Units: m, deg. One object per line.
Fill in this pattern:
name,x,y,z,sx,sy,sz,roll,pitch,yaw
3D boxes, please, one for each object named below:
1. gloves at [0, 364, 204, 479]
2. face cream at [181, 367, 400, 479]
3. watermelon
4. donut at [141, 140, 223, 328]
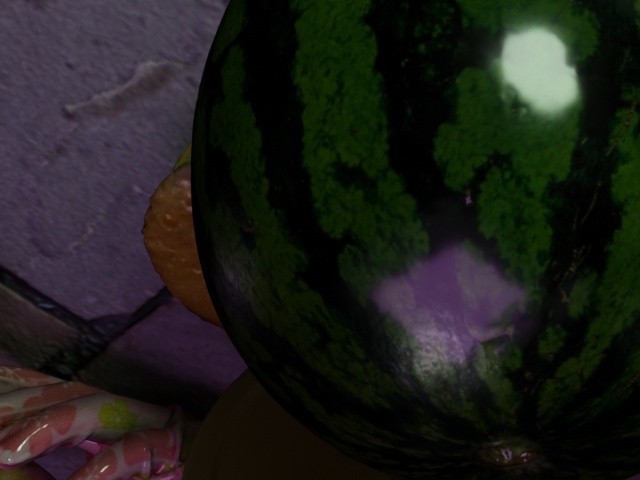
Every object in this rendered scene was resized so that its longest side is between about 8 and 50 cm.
gloves,-0.137,0.153,1.304,0.241,0.126,0.145,48,163,-3
face cream,0.048,0.175,1.166,0.218,0.218,0.179,-4,135,26
watermelon,0.082,-0.028,0.870,0.285,0.285,0.285,11,141,9
donut,0.000,-0.002,1.094,0.190,0.074,0.174,14,143,14
